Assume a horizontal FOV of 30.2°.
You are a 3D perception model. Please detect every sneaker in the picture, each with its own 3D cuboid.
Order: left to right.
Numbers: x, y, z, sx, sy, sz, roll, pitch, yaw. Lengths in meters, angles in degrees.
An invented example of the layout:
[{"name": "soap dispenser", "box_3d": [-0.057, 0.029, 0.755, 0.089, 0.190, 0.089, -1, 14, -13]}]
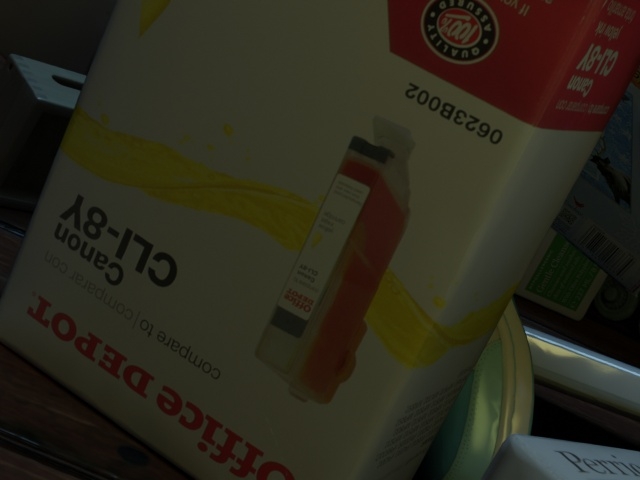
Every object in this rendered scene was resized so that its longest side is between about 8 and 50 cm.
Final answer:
[{"name": "sneaker", "box_3d": [0.039, 0.047, 0.893, 0.208, 0.127, 0.319, 14, 50, -22]}]

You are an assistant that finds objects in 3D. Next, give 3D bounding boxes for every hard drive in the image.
[{"name": "hard drive", "box_3d": [0.220, 0.116, 1.112, 0.353, 0.047, 0.233, 21, -2, -1]}]

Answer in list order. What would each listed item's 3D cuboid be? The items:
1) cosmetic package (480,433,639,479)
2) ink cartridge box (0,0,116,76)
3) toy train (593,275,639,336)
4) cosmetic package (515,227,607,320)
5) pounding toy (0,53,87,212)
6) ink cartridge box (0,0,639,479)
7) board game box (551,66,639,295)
[{"name": "cosmetic package", "box_3d": [0.255, 0.280, 0.500, 0.230, 0.162, 0.453, 14, 17, -41]}, {"name": "ink cartridge box", "box_3d": [-0.191, -0.246, 1.262, 0.395, 0.166, 0.285, 44, 29, -8]}, {"name": "toy train", "box_3d": [0.497, 0.039, 1.784, 0.142, 0.190, 0.334, 12, 19, -44]}, {"name": "cosmetic package", "box_3d": [0.232, -0.058, 1.649, 0.365, 0.197, 0.155, 22, 16, -15]}, {"name": "pounding toy", "box_3d": [-0.240, -0.087, 1.064, 0.141, 0.130, 0.100, 12, 32, -46]}, {"name": "ink cartridge box", "box_3d": [-0.005, -0.042, 0.751, 0.279, 0.385, 0.160, 31, 17, 20]}, {"name": "board game box", "box_3d": [0.179, -0.150, 0.820, 0.318, 0.318, 0.066, 41, 59, 8]}]
